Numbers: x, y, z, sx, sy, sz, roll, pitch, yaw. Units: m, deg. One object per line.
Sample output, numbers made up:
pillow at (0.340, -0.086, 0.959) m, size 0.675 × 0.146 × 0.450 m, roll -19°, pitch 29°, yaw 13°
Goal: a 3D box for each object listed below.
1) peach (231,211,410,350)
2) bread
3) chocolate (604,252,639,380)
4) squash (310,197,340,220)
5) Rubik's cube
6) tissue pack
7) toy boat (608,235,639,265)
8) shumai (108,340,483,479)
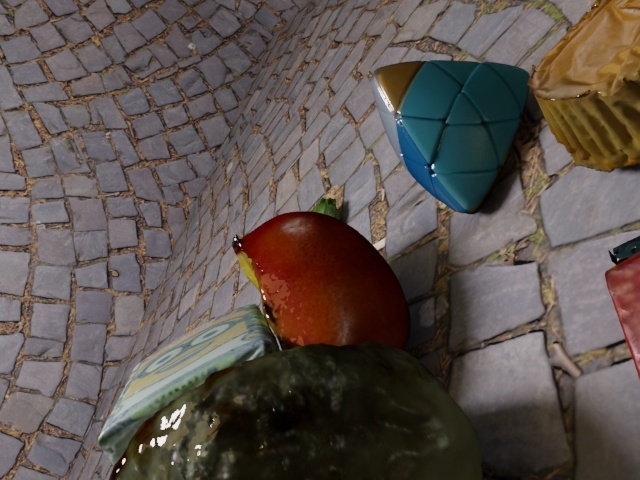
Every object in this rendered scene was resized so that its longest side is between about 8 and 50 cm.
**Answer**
peach at (0.022, 0.089, 0.872) m, size 0.201 × 0.257 × 0.361 m, roll -26°, pitch 28°, yaw -7°
bread at (0.354, -0.200, 0.669) m, size 0.240 × 0.139 × 0.239 m, roll -42°, pitch 29°, yaw 30°
chocolate at (0.336, 0.071, 0.404) m, size 0.235 × 0.108 × 0.237 m, roll -41°, pitch 35°, yaw 41°
squash at (0.000, 0.000, 1.244) m, size 0.077 × 0.068 × 0.219 m, roll 123°, pitch 162°, yaw -53°
Rubik's cube at (0.194, -0.204, 0.898) m, size 0.254 × 0.255 × 0.254 m, roll -45°, pitch 27°, yaw 32°
tissue pack at (-0.155, 0.204, 0.827) m, size 0.228 × 0.127 × 0.311 m, roll -27°, pitch 7°, yaw -6°
toy boat at (0.347, 0.006, 0.551) m, size 0.141 × 0.060 × 0.055 m, roll -31°, pitch 35°, yaw 37°
shumai at (0.023, 0.319, 0.566) m, size 0.395 × 0.395 × 0.348 m, roll -49°, pitch 52°, yaw 25°
